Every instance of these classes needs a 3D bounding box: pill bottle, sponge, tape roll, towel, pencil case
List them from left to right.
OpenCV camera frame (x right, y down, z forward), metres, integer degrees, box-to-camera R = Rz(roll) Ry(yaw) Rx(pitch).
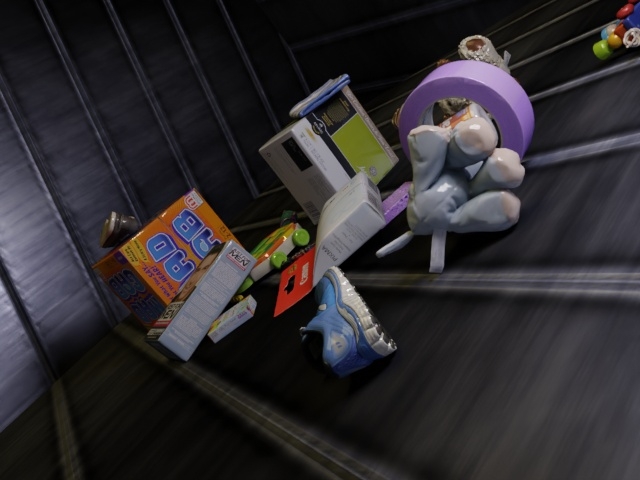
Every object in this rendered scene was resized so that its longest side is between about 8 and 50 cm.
[{"bbox_3d":[-0.117,-0.071,2.449,0.070,0.064,0.151,-53,11,10],"label":"pencil case"},{"bbox_3d":[-0.009,-0.477,2.165,0.209,0.034,0.285,-37,14,-1],"label":"towel"},{"bbox_3d":[0.185,-0.085,1.752,0.210,0.031,0.117,-40,12,-11],"label":"sponge"},{"bbox_3d":[0.344,-0.255,1.709,0.216,0.121,0.121,-31,14,29],"label":"pill bottle"},{"bbox_3d":[0.311,-0.240,1.399,0.275,0.275,0.090,-25,18,45],"label":"tape roll"}]

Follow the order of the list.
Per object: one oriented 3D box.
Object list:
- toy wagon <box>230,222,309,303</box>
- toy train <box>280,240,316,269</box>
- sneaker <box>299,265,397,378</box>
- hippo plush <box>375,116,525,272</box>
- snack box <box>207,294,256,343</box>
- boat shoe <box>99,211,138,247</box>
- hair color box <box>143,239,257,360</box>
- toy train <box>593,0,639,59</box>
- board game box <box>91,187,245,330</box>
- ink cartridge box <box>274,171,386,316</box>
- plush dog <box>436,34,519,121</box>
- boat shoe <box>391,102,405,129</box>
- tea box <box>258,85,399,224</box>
[{"bbox_3d":[-0.190,0.070,2.147,0.344,0.068,0.267,-46,15,-34],"label":"toy wagon"},{"bbox_3d":[-0.061,0.046,1.972,0.158,0.027,0.036,-32,18,26],"label":"toy train"},{"bbox_3d":[0.020,0.149,1.173,0.147,0.130,0.330,-35,13,0],"label":"sneaker"},{"bbox_3d":[0.276,-0.093,1.277,0.236,0.234,0.294,-23,-53,-71],"label":"hippo plush"},{"bbox_3d":[-0.250,0.222,1.849,0.141,0.037,0.100,-35,14,10],"label":"snack box"},{"bbox_3d":[-0.733,-0.028,2.349,0.335,0.095,0.112,-20,58,64],"label":"boat shoe"},{"bbox_3d":[-0.368,0.182,1.992,0.374,0.113,0.185,-56,19,-23],"label":"hair color box"},{"bbox_3d":[0.720,-0.487,1.569,0.248,0.105,0.143,-46,5,-32],"label":"toy train"},{"bbox_3d":[-0.530,0.090,2.348,0.356,0.356,0.356,-46,15,-32],"label":"board game box"},{"bbox_3d":[0.000,0.000,1.744,0.385,0.091,0.308,-40,15,14],"label":"ink cartridge box"},{"bbox_3d":[0.460,-0.461,1.983,0.225,0.262,0.210,-12,-6,43],"label":"plush dog"},{"bbox_3d":[0.339,-0.468,2.510,0.116,0.123,0.324,-39,4,30],"label":"boat shoe"},{"bbox_3d":[0.033,-0.290,2.208,0.323,0.329,0.220,-45,15,-34],"label":"tea box"}]
